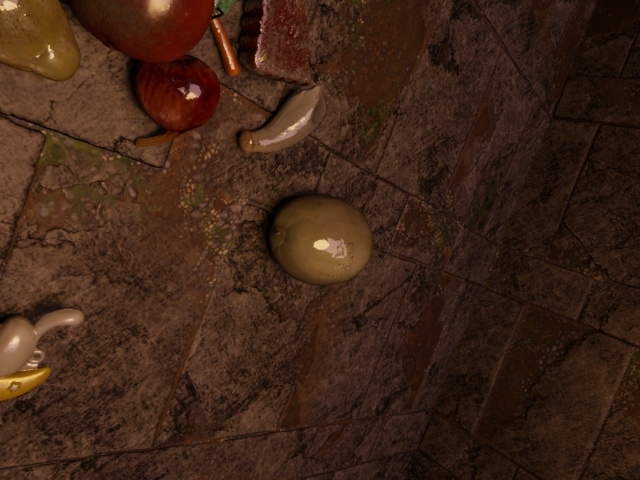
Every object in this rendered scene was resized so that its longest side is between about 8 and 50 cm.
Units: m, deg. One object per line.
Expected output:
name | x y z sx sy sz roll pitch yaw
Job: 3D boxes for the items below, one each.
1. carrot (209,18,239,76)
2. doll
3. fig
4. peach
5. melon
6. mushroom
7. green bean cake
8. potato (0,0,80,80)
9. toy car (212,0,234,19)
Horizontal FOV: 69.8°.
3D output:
carrot | -0.236 -0.477 1.070 0.037 0.037 0.190 -39 128 -27
doll | -0.642 0.214 0.908 0.237 0.111 0.252 30 86 -32
fig | -0.309 -0.294 0.995 0.175 0.175 0.207 -18 134 -40
peach | -0.326 -0.453 0.827 0.252 0.252 0.252 -20 121 -38
melon | 0.000 0.000 1.344 0.330 0.268 0.268 15 97 -40
mushroom | -0.098 -0.305 1.236 0.270 0.103 0.118 -43 133 -16
green bean cake | -0.100 -0.515 1.140 0.198 0.097 0.232 -8 113 -42
potato | -0.496 -0.357 0.773 0.157 0.157 0.194 -55 138 -12
toy car | -0.176 -0.610 0.972 0.097 0.141 0.320 29 82 -45
